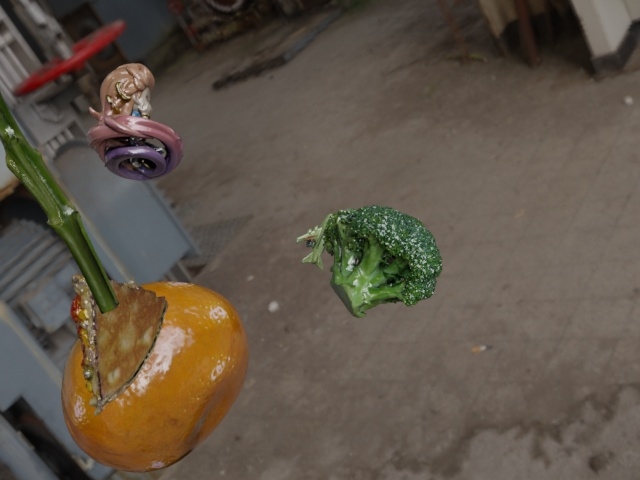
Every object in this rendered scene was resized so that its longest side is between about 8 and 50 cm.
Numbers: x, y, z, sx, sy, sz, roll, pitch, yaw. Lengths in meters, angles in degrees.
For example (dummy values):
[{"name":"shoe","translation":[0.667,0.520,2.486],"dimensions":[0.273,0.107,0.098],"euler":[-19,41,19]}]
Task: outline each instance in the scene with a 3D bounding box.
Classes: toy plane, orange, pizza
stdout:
[{"name":"toy plane","translation":[0.000,0.000,1.651],"dimensions":[0.040,0.102,0.111],"euler":[0,70,56]},{"name":"orange","translation":[-0.189,0.150,0.970],"dimensions":[0.171,0.240,0.240],"euler":[31,55,17]},{"name":"pizza","translation":[-0.146,0.063,0.620],"dimensions":[0.029,0.100,0.099],"euler":[1,12,25]}]

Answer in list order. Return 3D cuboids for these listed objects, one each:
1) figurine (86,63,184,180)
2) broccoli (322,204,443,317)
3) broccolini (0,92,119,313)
[{"name":"figurine","translation":[-0.253,-0.157,1.103],"dimensions":[0.114,0.157,0.126],"euler":[-21,-10,-17]},{"name":"broccoli","translation":[0.084,0.025,1.202],"dimensions":[0.156,0.195,0.195],"euler":[-35,23,-9]},{"name":"broccolini","translation":[-0.172,-0.051,0.468],"dimensions":[0.044,0.218,0.042],"euler":[-1,27,45]}]
